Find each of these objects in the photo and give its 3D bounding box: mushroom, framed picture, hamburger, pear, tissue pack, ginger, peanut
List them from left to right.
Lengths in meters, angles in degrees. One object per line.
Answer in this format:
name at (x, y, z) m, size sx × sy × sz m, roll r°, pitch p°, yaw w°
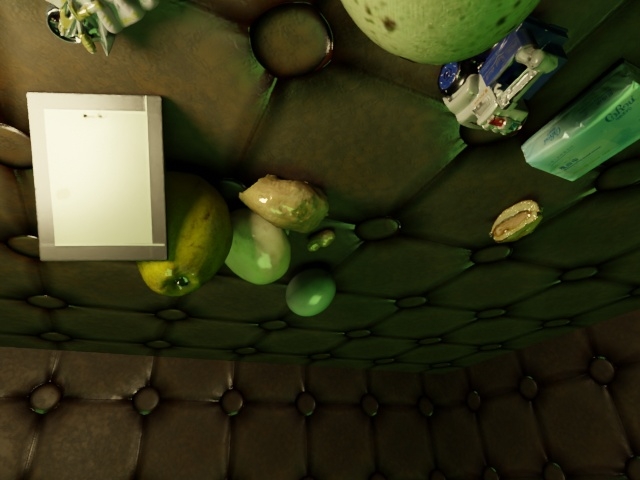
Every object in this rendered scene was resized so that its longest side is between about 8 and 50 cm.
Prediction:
framed picture at (-0.452, -0.126, 0.840) m, size 0.265 × 0.346 × 0.016 m, roll -1°, pitch -173°, yaw -4°
pear at (-0.344, -0.022, 1.009) m, size 0.253 × 0.307 × 0.252 m, roll -9°, pitch 145°, yaw -6°
mushroom at (-0.183, 0.010, 1.199) m, size 0.246 × 0.202 × 0.246 m, roll 21°, pitch 130°, yaw 28°
ginger at (-0.079, -0.097, 1.073) m, size 0.267 × 0.152 × 0.138 m, roll 20°, pitch 113°, yaw -26°
peanut at (0.000, 0.000, 1.323) m, size 0.113 × 0.053 × 0.054 m, roll -26°, pitch 143°, yaw 29°
hamburger at (0.616, -0.059, 1.261) m, size 0.102 × 0.087 × 0.176 m, roll 2°, pitch 144°, yaw -33°
tissue pack at (0.622, -0.251, 0.920) m, size 0.177 × 0.089 × 0.263 m, roll 12°, pitch 146°, yaw -21°

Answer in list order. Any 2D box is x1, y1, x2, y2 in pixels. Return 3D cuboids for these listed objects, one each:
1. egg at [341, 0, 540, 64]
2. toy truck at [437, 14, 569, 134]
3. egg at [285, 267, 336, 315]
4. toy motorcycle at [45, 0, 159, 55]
egg at (0.131, -0.386, 0.448) m, size 0.288 × 0.287 × 0.379 m, roll -16°, pitch 137°, yaw 20°
toy truck at (0.332, -0.289, 0.739) m, size 0.161 × 0.176 × 0.213 m, roll 7°, pitch 148°, yaw -19°
egg at (-0.037, 0.193, 1.535) m, size 0.168 × 0.167 × 0.231 m, roll 17°, pitch 140°, yaw -30°
toy motorcycle at (-0.331, -0.379, 0.623) m, size 0.153 × 0.073 × 0.225 m, roll 12°, pitch 146°, yaw -29°
